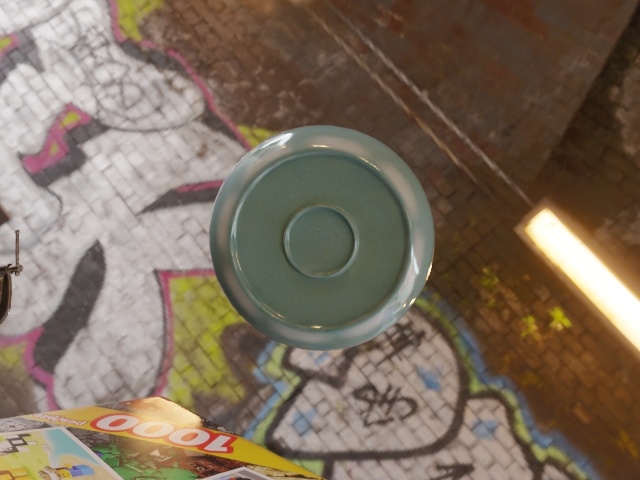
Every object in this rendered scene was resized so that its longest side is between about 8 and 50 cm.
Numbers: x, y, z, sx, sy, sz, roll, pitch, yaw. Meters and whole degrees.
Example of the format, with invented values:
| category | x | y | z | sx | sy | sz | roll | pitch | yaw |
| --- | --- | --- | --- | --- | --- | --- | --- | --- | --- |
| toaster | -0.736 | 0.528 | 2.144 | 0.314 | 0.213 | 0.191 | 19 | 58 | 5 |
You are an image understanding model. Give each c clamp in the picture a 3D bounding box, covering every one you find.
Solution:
| category | x | y | z | sx | sy | sz | roll | pitch | yaw |
| --- | --- | --- | --- | --- | --- | --- | --- | --- | --- |
| c clamp | -0.503 | 0.067 | 1.290 | 0.022 | 0.160 | 0.137 | 23 | 57 | -64 |

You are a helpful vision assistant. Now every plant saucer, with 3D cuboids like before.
| category | x | y | z | sx | sy | sz | roll | pitch | yaw |
| --- | --- | --- | --- | --- | --- | --- | --- | --- | --- |
| plant saucer | 0.000 | 0.000 | 1.201 | 0.317 | 0.317 | 0.044 | 53 | 6 | -2 |

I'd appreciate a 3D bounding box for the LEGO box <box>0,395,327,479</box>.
| category | x | y | z | sx | sy | sz | roll | pitch | yaw |
| --- | --- | --- | --- | --- | --- | --- | --- | --- | --- |
| LEGO box | -0.144 | 0.298 | 0.661 | 0.500 | 0.372 | 0.193 | 13 | -81 | 45 |
